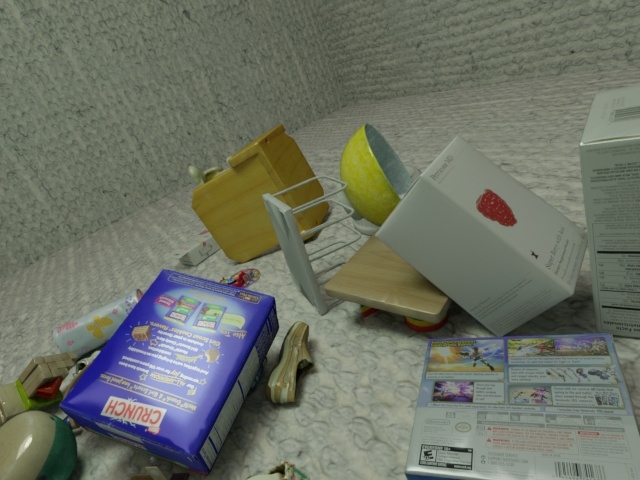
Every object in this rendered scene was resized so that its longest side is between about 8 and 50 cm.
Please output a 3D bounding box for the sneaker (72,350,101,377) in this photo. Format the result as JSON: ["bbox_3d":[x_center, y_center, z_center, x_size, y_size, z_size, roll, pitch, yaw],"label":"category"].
[{"bbox_3d":[-0.619,0.336,1.152,0.053,0.061,0.152,-26,23,-4],"label":"sneaker"}]

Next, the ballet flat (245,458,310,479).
[{"bbox_3d":[-0.127,0.388,0.600,0.240,0.077,0.091,-29,26,-14],"label":"ballet flat"}]

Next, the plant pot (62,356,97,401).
[{"bbox_3d":[-0.427,0.323,0.953,0.237,0.110,0.237,-18,24,8],"label":"plant pot"}]

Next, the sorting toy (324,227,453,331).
[{"bbox_3d":[0.187,0.085,0.929,0.257,0.089,0.255,9,38,37],"label":"sorting toy"}]

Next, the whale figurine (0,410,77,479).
[{"bbox_3d":[-0.572,0.464,0.797,0.216,0.141,0.272,10,64,46],"label":"whale figurine"}]

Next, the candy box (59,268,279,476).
[{"bbox_3d":[-0.261,0.230,0.811,0.268,0.122,0.317,12,47,16],"label":"candy box"}]

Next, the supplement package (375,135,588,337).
[{"bbox_3d":[0.284,-0.010,0.769,0.177,0.293,0.175,-45,-10,-40],"label":"supplement package"}]

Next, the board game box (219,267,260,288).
[{"bbox_3d":[-0.273,0.123,1.336,0.168,0.033,0.133,-32,26,-22],"label":"board game box"}]

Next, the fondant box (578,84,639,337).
[{"bbox_3d":[0.487,-0.049,0.676,0.096,0.330,0.238,0,32,38],"label":"fondant box"}]

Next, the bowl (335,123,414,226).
[{"bbox_3d":[0.133,-0.137,1.112,0.156,0.289,0.289,-31,19,23],"label":"bowl"}]

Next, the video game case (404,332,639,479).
[{"bbox_3d":[0.272,0.237,0.592,0.269,0.061,0.244,-9,28,27],"label":"video game case"}]

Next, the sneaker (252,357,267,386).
[{"bbox_3d":[-0.217,0.284,0.891,0.211,0.080,0.081,-19,22,8],"label":"sneaker"}]

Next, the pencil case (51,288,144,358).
[{"bbox_3d":[-0.649,0.252,1.291,0.273,0.114,0.124,-28,0,-11],"label":"pencil case"}]

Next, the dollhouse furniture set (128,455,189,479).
[{"bbox_3d":[-0.299,0.405,0.705,0.114,0.081,0.091,-13,25,20],"label":"dollhouse furniture set"}]

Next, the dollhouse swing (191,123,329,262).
[{"bbox_3d":[-0.206,-0.148,1.485,0.304,0.347,0.315,-23,21,28],"label":"dollhouse swing"}]

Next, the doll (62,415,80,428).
[{"bbox_3d":[-0.626,0.443,0.941,0.189,0.046,0.129,-30,4,-12],"label":"doll"}]

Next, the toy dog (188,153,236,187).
[{"bbox_3d":[-0.302,-0.240,1.900,0.407,0.285,0.395,-22,-13,3],"label":"toy dog"}]

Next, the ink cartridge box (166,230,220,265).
[{"bbox_3d":[-0.480,0.037,1.652,0.115,0.067,0.198,3,33,45],"label":"ink cartridge box"}]

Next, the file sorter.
[{"bbox_3d":[0.000,0.000,1.069,0.173,0.278,0.193,-24,23,-14],"label":"file sorter"}]

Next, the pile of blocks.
[{"bbox_3d":[-0.753,0.428,1.051,0.362,0.149,0.113,-36,69,-6],"label":"pile of blocks"}]

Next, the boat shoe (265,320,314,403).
[{"bbox_3d":[-0.044,0.244,0.862,0.072,0.068,0.190,1,40,19],"label":"boat shoe"}]

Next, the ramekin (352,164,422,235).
[{"bbox_3d":[0.216,-0.136,1.344,0.272,0.127,0.273,-18,24,8],"label":"ramekin"}]
